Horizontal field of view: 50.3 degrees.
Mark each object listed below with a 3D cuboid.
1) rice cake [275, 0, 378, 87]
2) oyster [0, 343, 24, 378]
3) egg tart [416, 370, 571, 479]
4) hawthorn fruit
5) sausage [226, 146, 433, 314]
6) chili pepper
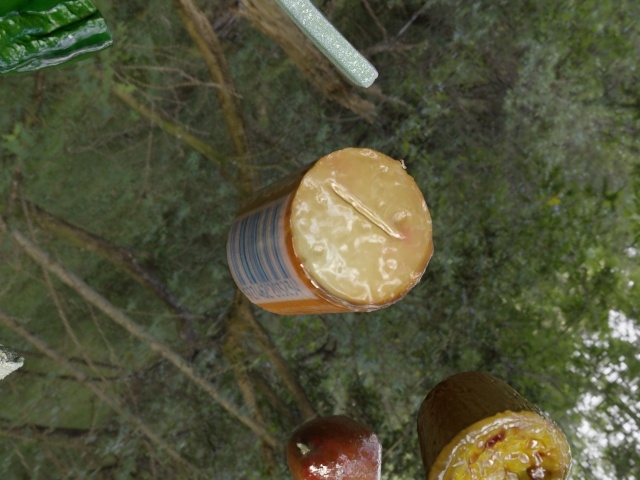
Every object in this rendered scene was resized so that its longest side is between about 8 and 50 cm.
[{"bbox_3d":[-0.006,-0.302,0.959,0.042,0.221,0.080,-47,-144,7],"label":"rice cake"},{"bbox_3d":[-0.543,0.204,1.084,0.100,0.098,0.037,-49,-155,7],"label":"oyster"},{"bbox_3d":[0.216,0.279,0.928,0.202,0.202,0.147,-44,-155,6],"label":"egg tart"},{"bbox_3d":[0.015,0.446,1.399,0.199,0.199,0.251,-44,144,3],"label":"hawthorn fruit"},{"bbox_3d":[0.000,0.000,1.052,0.233,0.233,0.287,-42,-170,-23],"label":"sausage"},{"bbox_3d":[-0.497,-0.324,0.988,0.384,0.167,0.213,-15,148,-26],"label":"chili pepper"}]
